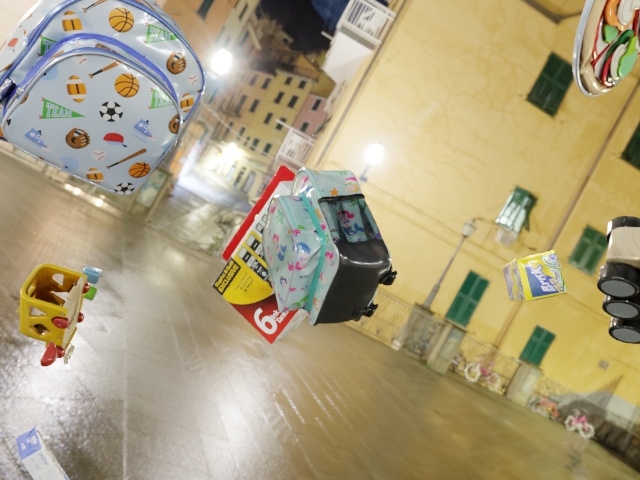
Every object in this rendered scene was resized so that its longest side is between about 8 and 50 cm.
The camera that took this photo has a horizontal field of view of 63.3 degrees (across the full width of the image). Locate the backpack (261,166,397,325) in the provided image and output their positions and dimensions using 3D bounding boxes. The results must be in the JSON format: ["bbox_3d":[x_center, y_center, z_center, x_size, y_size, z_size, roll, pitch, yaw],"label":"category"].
[{"bbox_3d":[0.000,0.000,0.910,0.191,0.225,0.253,2,48,-16],"label":"backpack"}]

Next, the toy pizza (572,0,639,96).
[{"bbox_3d":[0.353,-0.257,0.579,0.032,0.201,0.201,36,4,38],"label":"toy pizza"}]

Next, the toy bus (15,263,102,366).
[{"bbox_3d":[-0.503,0.136,0.964,0.104,0.202,0.191,21,-6,-12],"label":"toy bus"}]

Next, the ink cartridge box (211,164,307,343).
[{"bbox_3d":[-0.097,0.025,1.181,0.272,0.309,0.130,41,22,13],"label":"ink cartridge box"}]

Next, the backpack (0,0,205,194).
[{"bbox_3d":[-0.300,-0.215,0.717,0.277,0.263,0.213,27,16,-48],"label":"backpack"}]

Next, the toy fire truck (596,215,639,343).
[{"bbox_3d":[0.569,0.055,0.773,0.246,0.158,0.217,4,-36,39],"label":"toy fire truck"}]

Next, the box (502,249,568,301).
[{"bbox_3d":[0.300,0.054,0.739,0.054,0.059,0.169,-13,-10,12],"label":"box"}]

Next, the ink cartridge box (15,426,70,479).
[{"bbox_3d":[-0.592,0.518,1.140,0.097,0.046,0.207,20,-49,52],"label":"ink cartridge box"}]
